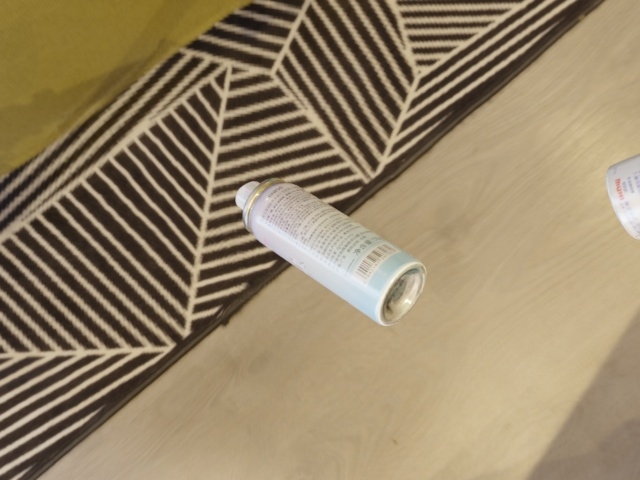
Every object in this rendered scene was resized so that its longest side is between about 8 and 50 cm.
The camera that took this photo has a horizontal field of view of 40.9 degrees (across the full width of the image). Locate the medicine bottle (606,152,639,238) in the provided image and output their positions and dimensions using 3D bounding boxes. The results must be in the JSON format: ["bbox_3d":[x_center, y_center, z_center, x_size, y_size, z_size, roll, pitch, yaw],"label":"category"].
[{"bbox_3d":[0.607,-0.115,1.265,0.341,0.130,0.130,-24,90,37],"label":"medicine bottle"}]

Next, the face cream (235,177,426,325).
[{"bbox_3d":[0.000,0.000,0.887,0.229,0.075,0.075,34,84,33],"label":"face cream"}]
